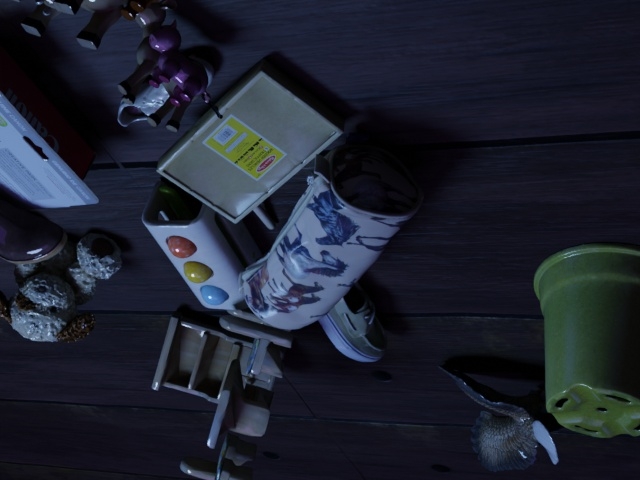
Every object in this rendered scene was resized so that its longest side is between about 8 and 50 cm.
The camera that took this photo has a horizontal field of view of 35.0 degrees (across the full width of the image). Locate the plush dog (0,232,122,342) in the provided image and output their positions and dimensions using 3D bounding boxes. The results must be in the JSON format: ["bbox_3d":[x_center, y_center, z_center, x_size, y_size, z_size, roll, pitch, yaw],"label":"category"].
[{"bbox_3d":[-0.553,0.101,2.066,0.263,0.225,0.210,16,147,0],"label":"plush dog"}]

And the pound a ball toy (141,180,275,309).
[{"bbox_3d":[-0.184,0.006,1.850,0.208,0.135,0.319,2,145,22],"label":"pound a ball toy"}]

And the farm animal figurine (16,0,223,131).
[{"bbox_3d":[-0.269,-0.330,1.369,0.327,0.172,0.330,25,156,9],"label":"farm animal figurine"}]

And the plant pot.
[{"bbox_3d":[0.486,0.185,1.721,0.276,0.253,0.276,12,147,8],"label":"plant pot"}]

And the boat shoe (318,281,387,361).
[{"bbox_3d":[0.055,0.138,1.976,0.094,0.109,0.302,-13,135,35],"label":"boat shoe"}]

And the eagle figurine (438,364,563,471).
[{"bbox_3d":[0.397,0.355,2.085,0.298,0.226,0.225,-11,159,28],"label":"eagle figurine"}]

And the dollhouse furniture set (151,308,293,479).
[{"bbox_3d":[-0.224,0.296,2.083,0.257,0.362,0.394,16,-172,-2],"label":"dollhouse furniture set"}]

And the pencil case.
[{"bbox_3d":[0.000,0.000,1.701,0.184,0.159,0.410,26,139,-11],"label":"pencil case"}]

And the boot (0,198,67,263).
[{"bbox_3d":[-0.577,-0.051,1.732,0.249,0.090,0.207,7,150,23],"label":"boot"}]

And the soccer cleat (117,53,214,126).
[{"bbox_3d":[-0.240,-0.227,1.575,0.196,0.076,0.068,-16,136,39],"label":"soccer cleat"}]

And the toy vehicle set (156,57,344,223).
[{"bbox_3d":[-0.113,-0.150,1.601,0.166,0.035,0.267,35,125,-26],"label":"toy vehicle set"}]

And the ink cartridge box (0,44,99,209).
[{"bbox_3d":[-0.532,-0.191,1.704,0.272,0.130,0.309,-2,144,28],"label":"ink cartridge box"}]
